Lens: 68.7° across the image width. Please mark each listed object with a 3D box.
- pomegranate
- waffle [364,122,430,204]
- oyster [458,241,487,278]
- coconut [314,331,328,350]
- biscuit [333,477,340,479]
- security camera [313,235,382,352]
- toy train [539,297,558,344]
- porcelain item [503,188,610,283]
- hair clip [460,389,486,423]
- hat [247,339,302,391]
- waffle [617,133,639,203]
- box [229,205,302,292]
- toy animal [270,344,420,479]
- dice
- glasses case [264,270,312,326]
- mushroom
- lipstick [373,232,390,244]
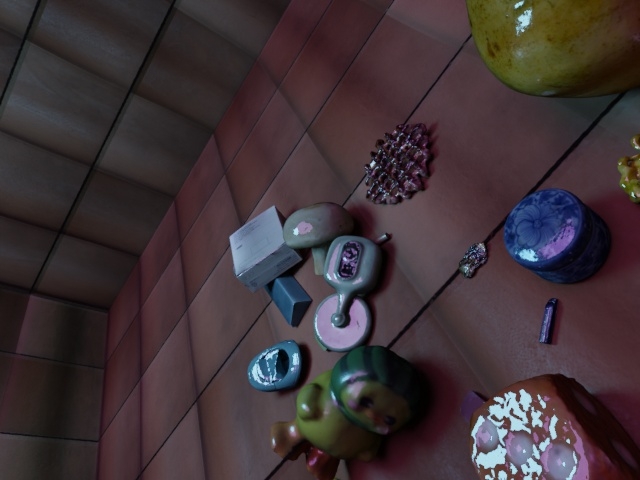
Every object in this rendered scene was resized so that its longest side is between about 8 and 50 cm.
[{"bbox_3d":[0.447,-0.438,0.759,0.417,0.417,0.416,-32,47,41],"label":"pomegranate"},{"bbox_3d":[0.208,-0.210,1.276,0.221,0.056,0.234,-13,65,49],"label":"waffle"},{"bbox_3d":[0.322,0.038,0.994,0.083,0.019,0.054,-54,35,18],"label":"oyster"},{"bbox_3d":[0.025,0.219,1.272,0.133,0.055,0.158,32,96,55],"label":"coconut"},{"bbox_3d":[0.046,0.588,1.053,0.083,0.018,0.081,-7,66,53],"label":"biscuit"},{"bbox_3d":[0.066,0.133,1.200,0.157,0.080,0.301,8,74,24],"label":"security camera"},{"bbox_3d":[0.401,0.140,0.824,0.017,0.017,0.083,0,71,54],"label":"toy train"},{"bbox_3d":[0.407,-0.008,0.817,0.147,0.114,0.147,-31,47,40],"label":"porcelain item"},{"bbox_3d":[0.304,0.324,0.845,0.137,0.022,0.054,32,101,57],"label":"hair clip"},{"bbox_3d":[-0.117,0.369,1.368,0.191,0.078,0.138,-22,59,23],"label":"hat"},{"bbox_3d":[0.594,-0.127,0.674,0.280,0.060,0.262,-44,40,31],"label":"waffle"},{"bbox_3d":[-0.191,0.022,1.577,0.203,0.106,0.251,-36,36,7],"label":"box"},{"bbox_3d":[0.064,0.353,1.015,0.338,0.216,0.191,-47,11,23],"label":"toy animal"},{"bbox_3d":[0.337,0.305,0.675,0.174,0.175,0.179,-48,34,28],"label":"dice"},{"bbox_3d":[-0.124,0.164,1.513,0.105,0.056,0.266,-60,34,9],"label":"glasses case"},{"bbox_3d":[0.000,0.000,1.344,0.207,0.208,0.215,-4,99,54],"label":"mushroom"},{"bbox_3d":[0.147,0.008,1.258,0.094,0.019,0.018,-36,44,38],"label":"lipstick"}]
